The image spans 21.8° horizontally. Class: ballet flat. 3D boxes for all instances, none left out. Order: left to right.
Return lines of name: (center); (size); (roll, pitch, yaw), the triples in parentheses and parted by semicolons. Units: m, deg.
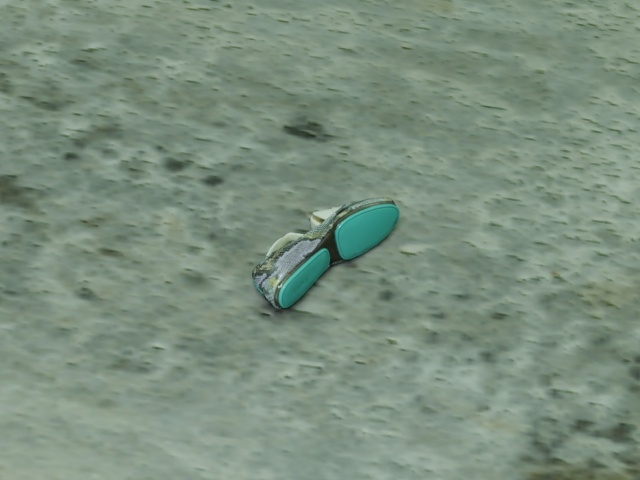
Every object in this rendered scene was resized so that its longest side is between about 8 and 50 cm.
ballet flat: (0.000, 0.000, 1.064); (0.114, 0.041, 0.041); (-36, 68, -29)
